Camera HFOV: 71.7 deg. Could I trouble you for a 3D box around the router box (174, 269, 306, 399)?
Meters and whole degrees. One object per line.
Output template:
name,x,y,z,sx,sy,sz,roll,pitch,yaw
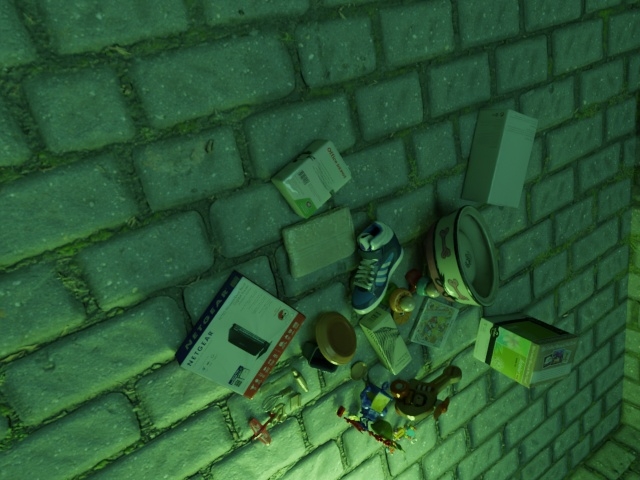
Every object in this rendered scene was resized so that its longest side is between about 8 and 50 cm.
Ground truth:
router box,-0.257,0.317,1.469,0.301,0.082,0.336,38,82,-33

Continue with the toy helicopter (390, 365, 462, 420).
toy helicopter,0.493,0.660,1.929,0.354,0.235,0.140,-26,115,-24

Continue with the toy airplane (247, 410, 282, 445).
toy airplane,-0.206,0.683,1.629,0.151,0.028,0.151,-10,110,-30

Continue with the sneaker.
sneaker,0.169,0.083,1.623,0.323,0.130,0.236,-56,133,-13

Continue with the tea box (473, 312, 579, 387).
tea box,0.989,0.516,2.142,0.328,0.323,0.220,1,103,-31

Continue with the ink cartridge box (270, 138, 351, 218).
ink cartridge box,-0.027,-0.207,1.464,0.219,0.092,0.160,-43,121,-15

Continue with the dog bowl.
dog bowl,0.571,0.071,1.786,0.407,0.150,0.409,19,65,-47

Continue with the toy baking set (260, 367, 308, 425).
toy baking set,-0.126,0.561,1.601,0.197,0.030,0.256,-46,136,-31

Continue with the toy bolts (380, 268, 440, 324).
toy bolts,0.384,0.244,1.796,0.228,0.158,0.218,-37,119,-18

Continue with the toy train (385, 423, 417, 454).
toy train,0.366,0.904,2.032,0.166,0.046,0.125,-6,107,-27

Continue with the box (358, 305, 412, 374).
box,0.268,0.409,1.808,0.113,0.094,0.275,-39,119,-17

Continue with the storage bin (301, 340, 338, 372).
storage bin,0.000,0.420,1.649,0.135,0.091,0.098,25,89,-34

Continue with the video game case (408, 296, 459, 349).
video game case,0.512,0.377,1.990,0.226,0.026,0.207,23,90,-34

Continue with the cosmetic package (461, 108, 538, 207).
cosmetic package,0.757,-0.341,1.876,0.217,0.156,0.386,6,101,-32

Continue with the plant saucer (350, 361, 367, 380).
plant saucer,0.154,0.536,1.819,0.083,0.015,0.084,-8,106,-30

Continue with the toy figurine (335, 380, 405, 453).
toy figurine,0.256,0.700,1.831,0.362,0.191,0.217,38,77,-34

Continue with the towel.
towel,0.000,0.000,1.564,0.282,0.049,0.187,-21,111,-26

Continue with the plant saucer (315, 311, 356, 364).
plant saucer,0.067,0.357,1.638,0.199,0.037,0.200,26,50,-35
